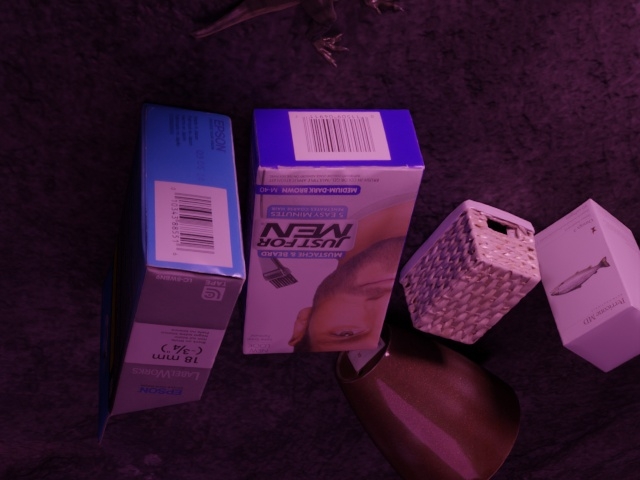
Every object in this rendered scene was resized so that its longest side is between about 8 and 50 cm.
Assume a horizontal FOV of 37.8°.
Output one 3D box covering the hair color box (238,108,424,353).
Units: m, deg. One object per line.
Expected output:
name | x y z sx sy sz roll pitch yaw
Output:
hair color box | 0.000 0.000 1.142 0.185 0.110 0.338 -1 139 -9

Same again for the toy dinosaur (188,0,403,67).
toy dinosaur | 0.009 -0.238 0.913 0.268 0.064 0.118 -22 144 32

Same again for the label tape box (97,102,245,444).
label tape box | -0.179 0.049 1.072 0.106 0.240 0.333 6 137 -17

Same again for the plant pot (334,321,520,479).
plant pot | 0.135 0.225 1.362 0.215 0.215 0.230 -34 117 27

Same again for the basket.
basket | 0.195 0.047 1.222 0.113 0.103 0.167 18 133 -24

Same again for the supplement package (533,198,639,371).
supplement package | 0.356 0.057 1.199 0.105 0.179 0.105 31 125 -35
